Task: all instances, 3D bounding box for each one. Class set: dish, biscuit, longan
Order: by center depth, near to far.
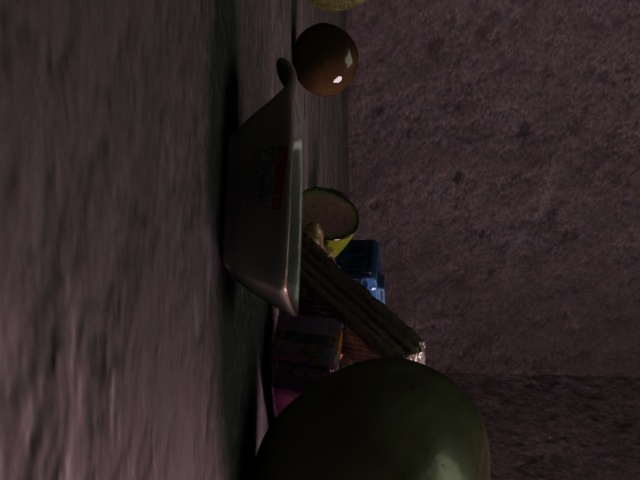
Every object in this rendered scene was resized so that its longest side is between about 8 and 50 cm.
[{"bbox_3d":[-0.051,-0.052,1.237,0.154,0.064,0.234,76,16,-76],"label":"dish"},{"bbox_3d":[0.036,0.092,1.634,0.062,0.239,0.108,-39,151,-20],"label":"biscuit"},{"bbox_3d":[0.004,-0.260,1.910,0.113,0.092,0.113,37,-38,35],"label":"longan"}]

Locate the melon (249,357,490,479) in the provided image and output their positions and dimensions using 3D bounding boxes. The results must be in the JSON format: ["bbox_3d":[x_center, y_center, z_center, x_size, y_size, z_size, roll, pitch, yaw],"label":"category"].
[{"bbox_3d":[0.055,0.266,1.442,0.308,0.271,0.272,-14,108,-51],"label":"melon"}]

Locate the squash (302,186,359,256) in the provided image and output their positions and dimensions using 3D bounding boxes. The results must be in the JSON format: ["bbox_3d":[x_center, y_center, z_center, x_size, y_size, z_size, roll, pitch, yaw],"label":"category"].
[{"bbox_3d":[-0.008,0.003,1.897,0.132,0.105,0.105,109,-11,-45],"label":"squash"}]

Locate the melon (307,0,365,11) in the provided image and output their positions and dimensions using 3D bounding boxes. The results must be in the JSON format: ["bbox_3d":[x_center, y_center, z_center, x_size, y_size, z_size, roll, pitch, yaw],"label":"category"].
[{"bbox_3d":[0.022,-0.372,1.740,0.192,0.139,0.139,-68,159,-72],"label":"melon"}]

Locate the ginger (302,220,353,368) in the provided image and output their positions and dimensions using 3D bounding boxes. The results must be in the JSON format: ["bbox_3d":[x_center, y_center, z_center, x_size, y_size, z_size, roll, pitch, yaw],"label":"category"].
[{"bbox_3d":[-0.005,0.105,1.803,0.149,0.065,0.259,-42,131,-44],"label":"ginger"}]

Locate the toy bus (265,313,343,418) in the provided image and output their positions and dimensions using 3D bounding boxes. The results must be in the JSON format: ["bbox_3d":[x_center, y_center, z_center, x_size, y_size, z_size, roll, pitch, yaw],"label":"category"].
[{"bbox_3d":[-0.018,0.200,1.662,0.274,0.090,0.112,86,12,-56],"label":"toy bus"}]

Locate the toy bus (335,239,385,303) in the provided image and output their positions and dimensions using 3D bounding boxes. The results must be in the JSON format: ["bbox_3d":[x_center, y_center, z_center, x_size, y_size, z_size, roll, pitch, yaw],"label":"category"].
[{"bbox_3d":[0.046,0.078,2.294,0.234,0.133,0.116,-79,170,-73],"label":"toy bus"}]
